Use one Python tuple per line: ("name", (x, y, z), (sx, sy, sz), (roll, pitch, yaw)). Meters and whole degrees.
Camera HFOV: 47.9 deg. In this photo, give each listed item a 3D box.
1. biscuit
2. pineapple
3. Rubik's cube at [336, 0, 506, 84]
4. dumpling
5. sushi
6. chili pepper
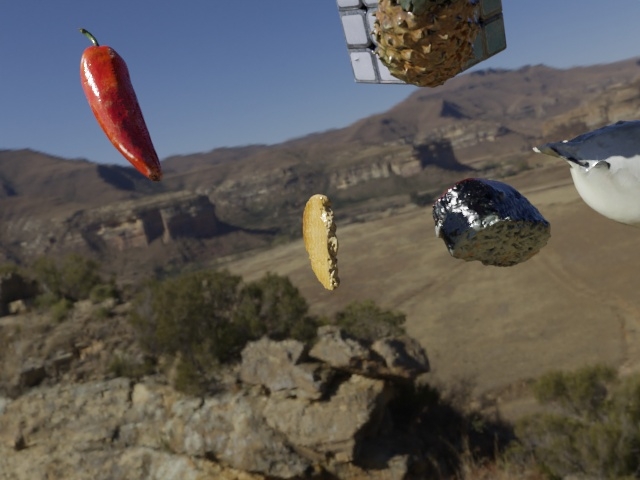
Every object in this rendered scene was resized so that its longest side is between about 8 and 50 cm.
("biscuit", (0.001, 0.000, 1.699), (0.033, 0.224, 0.144), (-11, 11, -24))
("pineapple", (0.124, -0.323, 0.882), (0.170, 0.141, 0.310), (19, -20, 14))
("Rubik's cube", (0.251, -0.580, 1.819), (0.301, 0.305, 0.304), (-34, 30, -32))
("dumpling", (0.473, -0.117, 1.094), (0.175, 0.243, 0.227), (-45, -1, 18))
("sushi", (0.307, -0.029, 1.289), (0.225, 0.126, 0.136), (4, -38, -43))
("chili pepper", (-0.292, -0.200, 1.023), (0.071, 0.272, 0.063), (-18, -18, -26))
